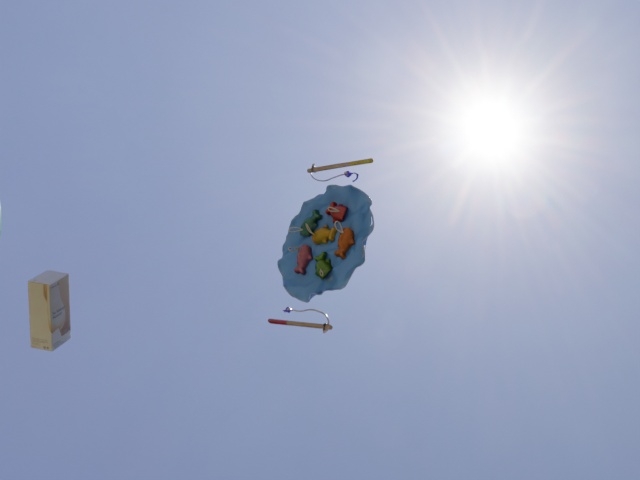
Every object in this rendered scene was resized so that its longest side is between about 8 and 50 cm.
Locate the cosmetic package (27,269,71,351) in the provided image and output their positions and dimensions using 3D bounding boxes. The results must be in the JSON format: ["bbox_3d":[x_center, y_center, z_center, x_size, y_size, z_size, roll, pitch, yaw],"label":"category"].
[{"bbox_3d":[-0.430,0.111,1.341,0.041,0.060,0.115,8,-70,13],"label":"cosmetic package"}]

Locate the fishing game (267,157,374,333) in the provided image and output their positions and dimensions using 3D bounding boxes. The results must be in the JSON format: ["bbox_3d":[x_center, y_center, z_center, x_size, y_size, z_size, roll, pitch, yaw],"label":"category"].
[{"bbox_3d":[0.000,0.000,1.214,0.189,0.041,0.264,1,-111,48],"label":"fishing game"}]
